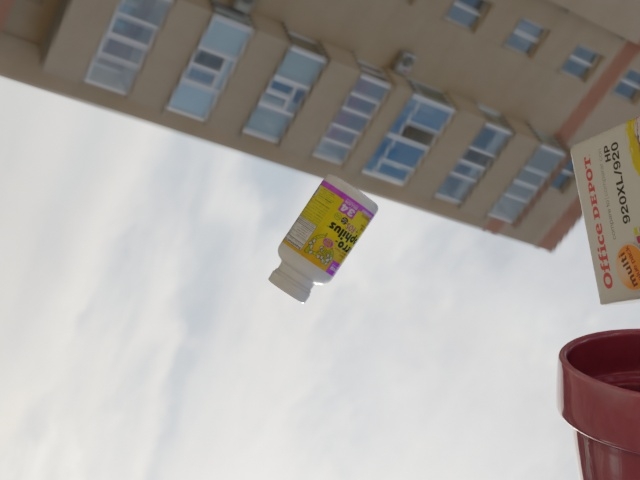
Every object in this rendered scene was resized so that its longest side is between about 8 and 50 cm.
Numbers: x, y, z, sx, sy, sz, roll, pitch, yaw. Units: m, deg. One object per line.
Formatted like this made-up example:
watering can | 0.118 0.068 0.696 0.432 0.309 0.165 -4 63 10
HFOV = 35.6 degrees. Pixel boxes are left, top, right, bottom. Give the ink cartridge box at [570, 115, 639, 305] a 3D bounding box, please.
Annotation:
ink cartridge box | 0.376 -0.041 0.914 0.232 0.168 0.171 155 -71 -67

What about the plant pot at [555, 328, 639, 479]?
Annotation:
plant pot | 0.308 0.192 0.885 0.201 0.201 0.180 22 -65 59

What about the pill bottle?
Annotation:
pill bottle | 0.000 0.000 0.672 0.083 0.043 0.043 -56 -148 1
